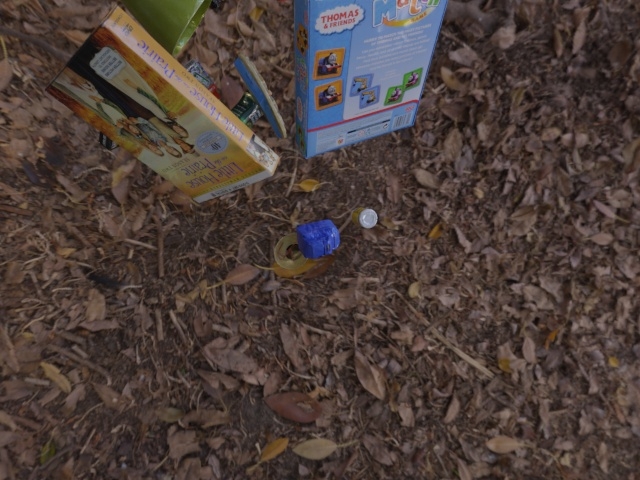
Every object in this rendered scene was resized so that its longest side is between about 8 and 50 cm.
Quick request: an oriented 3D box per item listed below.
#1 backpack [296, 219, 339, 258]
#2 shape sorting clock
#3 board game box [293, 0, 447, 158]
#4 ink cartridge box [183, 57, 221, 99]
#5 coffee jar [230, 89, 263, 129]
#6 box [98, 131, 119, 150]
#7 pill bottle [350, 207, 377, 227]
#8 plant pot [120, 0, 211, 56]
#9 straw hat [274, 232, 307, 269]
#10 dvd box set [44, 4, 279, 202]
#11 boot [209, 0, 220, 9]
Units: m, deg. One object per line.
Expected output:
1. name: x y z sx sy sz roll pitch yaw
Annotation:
1. backpack: 0.000 0.000 1.310 0.120 0.101 0.098 -18 133 -19
2. shape sorting clock: -0.130 -0.328 0.987 0.040 0.206 0.206 -32 100 0
3. board game box: 0.050 -0.197 0.478 0.160 0.211 0.039 -20 61 -15
4. ink cartridge box: -0.271 -0.343 0.974 0.063 0.029 0.115 -45 142 -6
5. coffee jar: -0.254 -0.420 1.447 0.079 0.096 0.184 32 78 21
6. box: -0.478 -0.342 1.110 0.045 0.190 0.184 39 44 4
7. pill bottle: 0.142 -0.079 1.467 0.065 0.116 0.065 -2 98 -16
8. plant pot: -0.564 -0.846 1.484 0.293 0.275 0.275 34 82 -21
9. straw hat: -0.089 0.044 1.552 0.144 0.061 0.144 -7 71 23
10. dvd box set: -0.338 -0.252 0.945 0.420 0.307 0.062 41 54 -36
11. boot: -0.449 -0.949 1.664 0.121 0.099 0.045 29 84 23
